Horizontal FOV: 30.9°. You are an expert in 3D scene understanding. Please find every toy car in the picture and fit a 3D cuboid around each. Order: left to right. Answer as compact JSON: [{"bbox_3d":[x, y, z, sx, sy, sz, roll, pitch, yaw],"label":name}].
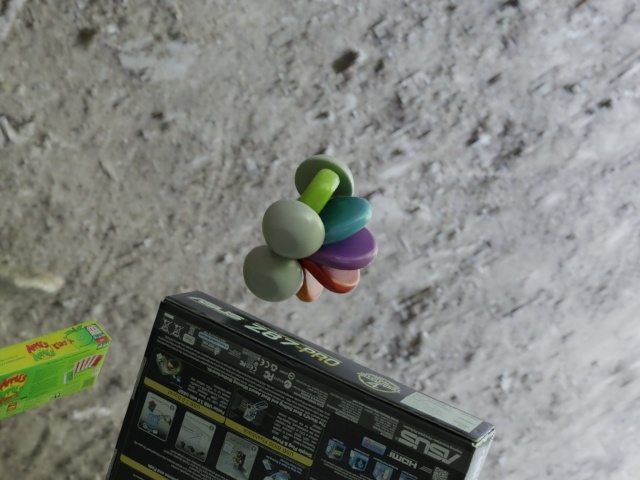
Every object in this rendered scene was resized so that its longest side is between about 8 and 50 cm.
[{"bbox_3d":[0.000,0.000,1.389,0.159,0.136,0.182,-56,174,-50],"label":"toy car"}]

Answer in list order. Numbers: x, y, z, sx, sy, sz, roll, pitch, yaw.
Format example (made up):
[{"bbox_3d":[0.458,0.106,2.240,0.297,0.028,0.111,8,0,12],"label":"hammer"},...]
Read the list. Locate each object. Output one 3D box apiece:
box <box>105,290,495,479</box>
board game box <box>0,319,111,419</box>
[{"bbox_3d":[-0.043,0.275,1.295,0.097,0.394,0.318,-8,118,-69],"label":"box"},{"bbox_3d":[-0.369,0.172,1.518,0.181,0.043,0.092,-17,141,-46],"label":"board game box"}]
